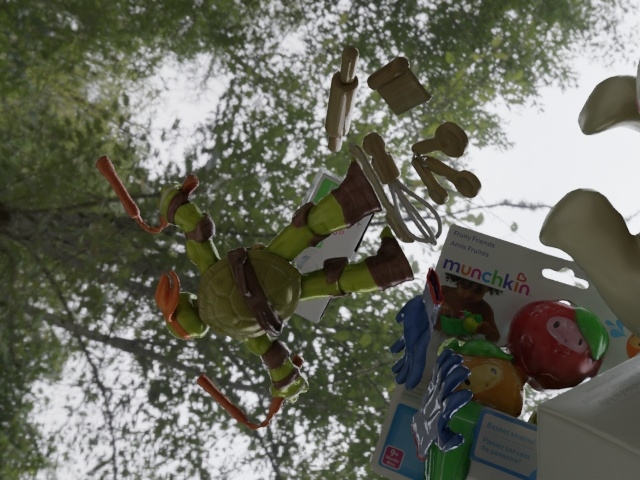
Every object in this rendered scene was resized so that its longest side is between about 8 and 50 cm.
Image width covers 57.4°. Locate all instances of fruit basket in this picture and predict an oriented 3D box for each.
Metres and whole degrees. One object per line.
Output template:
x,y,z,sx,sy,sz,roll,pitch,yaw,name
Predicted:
0.270,0.175,0.730,0.326,0.165,0.353,19,-104,11,fruit basket

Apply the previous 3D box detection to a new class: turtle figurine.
-0.049,0.020,0.472,0.217,0.270,0.087,-27,-171,4,turtle figurine

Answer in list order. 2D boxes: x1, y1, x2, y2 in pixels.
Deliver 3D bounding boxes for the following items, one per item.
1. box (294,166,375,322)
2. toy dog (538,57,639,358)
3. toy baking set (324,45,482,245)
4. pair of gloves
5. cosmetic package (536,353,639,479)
0.000,0.000,1.176,0.262,0.126,0.231,-63,-175,9,box
0.347,-0.017,0.392,0.395,0.408,0.285,23,-111,48,toy dog
0.074,-0.086,0.640,0.030,0.256,0.197,-38,-103,-21,toy baking set
0.112,0.138,0.626,0.198,0.023,0.159,-96,-167,-45,pair of gloves
0.255,0.196,0.396,0.151,0.151,0.184,15,-66,56,cosmetic package
